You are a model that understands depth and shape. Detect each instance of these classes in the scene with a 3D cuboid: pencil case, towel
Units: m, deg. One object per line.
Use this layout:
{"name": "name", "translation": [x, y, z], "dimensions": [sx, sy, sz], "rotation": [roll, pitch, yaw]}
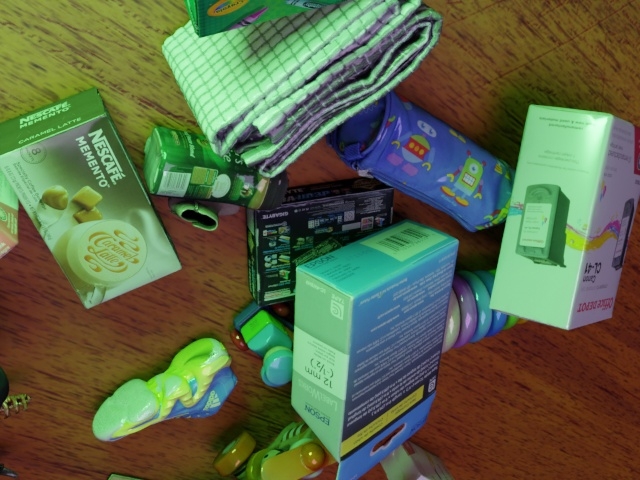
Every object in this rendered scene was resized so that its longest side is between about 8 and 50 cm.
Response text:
{"name": "pencil case", "translation": [0.157, -0.112, 1.118], "dimensions": [0.306, 0.119, 0.133], "rotation": [25, 80, -33]}
{"name": "towel", "translation": [-0.027, -0.224, 0.902], "dimensions": [0.284, 0.235, 0.121], "rotation": [-39, 137, 6]}

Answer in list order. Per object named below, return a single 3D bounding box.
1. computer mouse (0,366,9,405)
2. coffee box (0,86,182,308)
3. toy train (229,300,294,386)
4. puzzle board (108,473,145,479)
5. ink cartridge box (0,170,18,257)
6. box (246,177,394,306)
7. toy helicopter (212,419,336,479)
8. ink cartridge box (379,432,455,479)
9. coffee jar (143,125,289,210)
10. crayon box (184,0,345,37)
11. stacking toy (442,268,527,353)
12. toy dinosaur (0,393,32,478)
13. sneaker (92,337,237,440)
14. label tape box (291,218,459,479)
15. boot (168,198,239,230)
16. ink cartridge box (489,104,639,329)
{"name": "computer mouse", "translation": [-0.474, 0.145, 0.900], "dimensions": [0.189, 0.072, 0.272], "rotation": [-13, 133, 7]}
{"name": "coffee box", "translation": [-0.294, -0.051, 0.983], "dimensions": [0.141, 0.098, 0.246], "rotation": [-23, 127, -8]}
{"name": "toy train", "translation": [-0.028, 0.207, 1.232], "dimensions": [0.105, 0.143, 0.248], "rotation": [-41, 127, 6]}
{"name": "puzzle board", "translation": [-0.352, 0.463, 1.344], "dimensions": [0.096, 0.011, 0.128], "rotation": [24, 110, -34]}
{"name": "ink cartridge box", "translation": [-0.453, -0.074, 0.864], "dimensions": [0.092, 0.158, 0.218], "rotation": [-38, 128, 6]}
{"name": "box", "translation": [0.000, 0.000, 1.169], "dimensions": [0.220, 0.051, 0.175], "rotation": [-10, 124, -17]}
{"name": "toy helicopter", "translation": [-0.012, 0.321, 1.283], "dimensions": [0.355, 0.235, 0.140], "rotation": [-43, 92, -15]}
{"name": "ink cartridge box", "translation": [0.210, 0.474, 1.521], "dimensions": [0.067, 0.115, 0.198], "rotation": [-46, 127, 9]}
{"name": "coffee jar", "translation": [-0.137, -0.094, 1.023], "dimensions": [0.184, 0.096, 0.079], "rotation": [7, 120, -27]}
{"name": "crayon box", "translation": [-0.088, -0.362, 0.774], "dimensions": [0.165, 0.278, 0.081], "rotation": [-17, 169, -11]}
{"name": "stacking toy", "translation": [0.317, 0.104, 1.324], "dimensions": [0.330, 0.141, 0.141], "rotation": [-6, 123, -24]}
{"name": "toy dinosaur", "translation": [-0.561, 0.325, 1.092], "dimensions": [0.322, 0.164, 0.218], "rotation": [-24, 113, 20]}
{"name": "sneaker", "translation": [-0.234, 0.262, 1.215], "dimensions": [0.240, 0.091, 0.126], "rotation": [-32, 128, -2]}
{"name": "label tape box", "translation": [0.076, 0.170, 1.151], "dimensions": [0.249, 0.115, 0.347], "rotation": [-24, 129, -42]}
{"name": "boot", "translation": [-0.156, -0.041, 1.055], "dimensions": [0.118, 0.087, 0.042], "rotation": [13, 113, -29]}
{"name": "ink cartridge box", "translation": [0.382, -0.034, 1.158], "dimensions": [0.226, 0.131, 0.306], "rotation": [0, 101, -53]}
